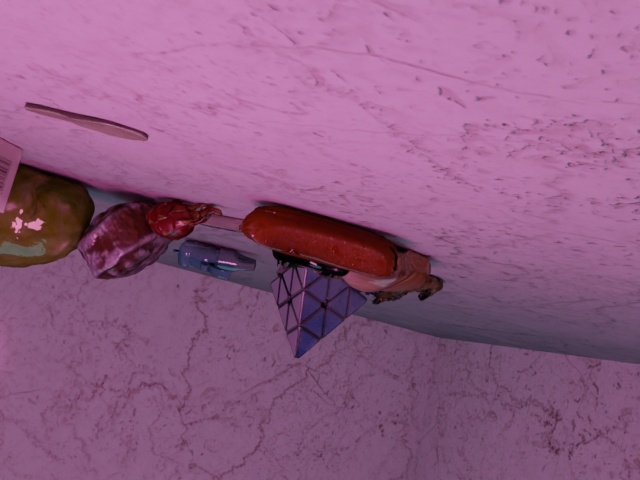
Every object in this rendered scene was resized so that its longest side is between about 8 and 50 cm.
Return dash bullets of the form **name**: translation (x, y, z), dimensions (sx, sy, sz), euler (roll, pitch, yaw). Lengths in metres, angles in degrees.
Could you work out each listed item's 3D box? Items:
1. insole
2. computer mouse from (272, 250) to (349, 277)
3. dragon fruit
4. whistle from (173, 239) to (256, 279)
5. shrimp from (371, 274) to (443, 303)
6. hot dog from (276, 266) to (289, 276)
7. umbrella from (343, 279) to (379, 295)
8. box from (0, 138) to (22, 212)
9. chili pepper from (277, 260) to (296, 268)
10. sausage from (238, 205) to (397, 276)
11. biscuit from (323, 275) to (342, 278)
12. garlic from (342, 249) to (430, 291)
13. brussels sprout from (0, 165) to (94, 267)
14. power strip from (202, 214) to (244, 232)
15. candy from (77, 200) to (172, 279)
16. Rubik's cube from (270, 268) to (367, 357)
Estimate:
- **insole**: translation (-0.363, -0.183, 1.168), dimensions (0.191, 0.010, 0.063), euler (13, 172, -2)
- **computer mouse**: translation (-0.020, 0.019, 1.662), dimensions (0.137, 0.097, 0.233), euler (23, 176, -30)
- **dragon fruit**: translation (-0.306, -0.046, 1.704), dimensions (0.190, 0.094, 0.094), euler (-1, 167, 22)
- **whistle**: translation (-0.345, 0.058, 2.443), dimensions (0.273, 0.093, 0.186), euler (11, -162, 1)
- **shrimp**: translation (0.240, 0.141, 2.041), dimensions (0.150, 0.051, 0.217), euler (14, 152, -40)
- **hot dog**: translation (-0.025, 0.129, 2.450), dimensions (0.267, 0.075, 0.144), euler (23, 170, -37)
- **umbrella**: translation (0.127, 0.140, 2.314), dimensions (0.248, 0.071, 0.071), euler (9, 170, 21)
- **box**: translation (-0.769, -0.175, 1.413), dimensions (0.224, 0.144, 0.341), euler (10, 170, 17)
- **chili pepper**: translation (-0.006, 0.049, 1.888), dimensions (0.226, 0.088, 0.059), euler (18, -175, -40)
- **sausage**: translation (0.000, 0.000, 1.509), dimensions (0.330, 0.102, 0.102), euler (15, 171, -11)
- **biscuit**: translation (0.129, 0.089, 1.972), dimensions (0.203, 0.016, 0.144), euler (-2, 180, -31)
- **garlic**: translation (0.136, 0.069, 1.721), dimensions (0.217, 0.110, 0.227), euler (16, 172, -38)
- **brussels sprout**: translation (-0.700, -0.060, 1.784), dimensions (0.316, 0.243, 0.273), euler (4, -167, 45)
- **power strip**: translation (-0.218, -0.039, 1.808), dimensions (0.191, 0.030, 0.047), euler (12, 172, 14)
- **candy**: translation (-0.466, -0.003, 1.817), dimensions (0.157, 0.214, 0.289), euler (57, -176, 1)
- **Rubik's cube**: translation (-0.028, 0.175, 2.248), dimensions (0.228, 0.228, 0.233), euler (53, -166, 1)
